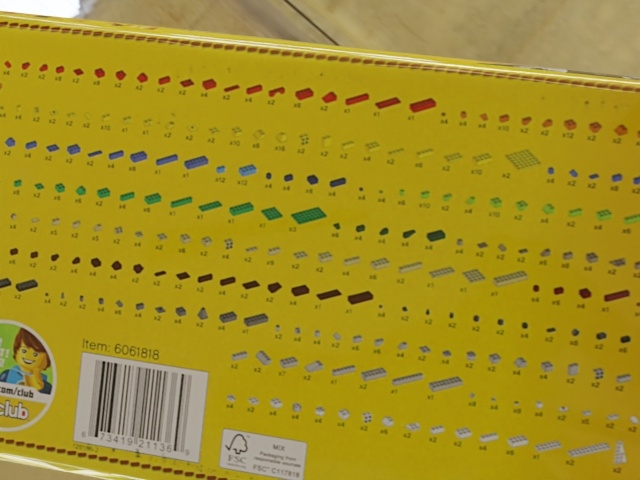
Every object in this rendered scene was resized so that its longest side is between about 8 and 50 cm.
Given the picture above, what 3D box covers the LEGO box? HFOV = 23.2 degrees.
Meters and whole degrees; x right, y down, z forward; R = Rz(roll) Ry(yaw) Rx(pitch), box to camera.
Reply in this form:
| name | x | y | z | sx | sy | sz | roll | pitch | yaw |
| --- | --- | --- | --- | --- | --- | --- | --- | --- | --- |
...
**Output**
| name | x | y | z | sx | sy | sz | roll | pitch | yaw |
| --- | --- | --- | --- | --- | --- | --- | --- | --- | --- |
| LEGO box | 0.000 | 0.000 | 0.791 | 0.500 | 0.372 | 0.193 | 8 | -85 | 15 |
